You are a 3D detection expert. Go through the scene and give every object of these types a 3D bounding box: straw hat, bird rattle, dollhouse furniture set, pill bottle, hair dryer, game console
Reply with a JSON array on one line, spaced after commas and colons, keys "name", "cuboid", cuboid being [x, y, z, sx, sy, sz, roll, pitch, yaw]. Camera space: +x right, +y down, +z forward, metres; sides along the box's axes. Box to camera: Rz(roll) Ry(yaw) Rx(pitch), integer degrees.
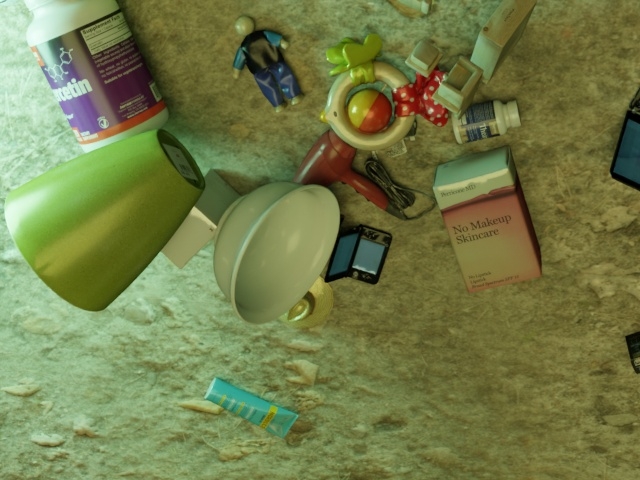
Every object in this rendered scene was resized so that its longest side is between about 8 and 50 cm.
[{"name": "straw hat", "cuboid": [-0.045, 0.139, 1.987, 0.145, 0.061, 0.144, 4, 116, 8]}, {"name": "bird rattle", "cuboid": [0.112, -0.262, 1.733, 0.254, 0.143, 0.207, 29, 104, -15]}, {"name": "dollhouse furniture set", "cuboid": [0.173, -0.422, 1.629, 0.356, 0.174, 0.303, 35, 82, 8]}, {"name": "pill bottle", "cuboid": [-0.428, -0.333, 1.774, 0.182, 0.181, 0.322, -18, 110, 18]}, {"name": "hair dryer", "cuboid": [0.066, -0.116, 1.837, 0.294, 0.080, 0.223, -7, 114, 14]}, {"name": "game console", "cuboid": [0.077, 0.037, 1.910, 0.107, 0.071, 0.122, 18, 117, 3]}, {"name": "pill bottle", "cuboid": [0.307, -0.222, 1.747, 0.120, 0.067, 0.067, -11, 112, 16]}]

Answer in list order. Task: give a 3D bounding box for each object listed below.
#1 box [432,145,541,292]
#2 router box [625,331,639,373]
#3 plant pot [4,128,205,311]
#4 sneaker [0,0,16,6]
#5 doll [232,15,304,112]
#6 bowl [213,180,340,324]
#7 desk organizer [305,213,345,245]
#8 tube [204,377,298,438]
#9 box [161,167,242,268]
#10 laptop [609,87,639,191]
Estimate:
[{"name": "box", "cuboid": [0.319, -0.039, 1.797, 0.149, 0.127, 0.232, -15, 111, 18]}, {"name": "router box", "cuboid": [0.670, 0.208, 1.863, 0.123, 0.092, 0.038, -22, 109, 20]}, {"name": "plant pot", "cuboid": [-0.363, -0.063, 1.717, 0.294, 0.275, 0.274, -34, 104, 12]}, {"name": "sneaker", "cuboid": [-0.552, -0.582, 1.696, 0.128, 0.126, 0.321, 13, 118, -44]}, {"name": "doll", "cuboid": [-0.109, -0.335, 1.787, 0.129, 0.046, 0.189, -23, 109, 19]}, {"name": "bowl", "cuboid": [-0.106, 0.001, 1.794, 0.134, 0.298, 0.297, 33, 121, 28]}, {"name": "desk organizer", "cuboid": [0.000, 0.000, 1.922, 0.050, 0.047, 0.130, 24, 117, -3]}, {"name": "tube", "cuboid": [-0.158, 0.377, 2.132, 0.207, 0.052, 0.080, 27, 124, -9]}, {"name": "box", "cuboid": [-0.247, -0.045, 1.879, 0.091, 0.170, 0.130, 43, 114, -10]}, {"name": "laptop", "cuboid": [0.667, -0.197, 1.650, 0.234, 0.136, 0.264, 25, 117, -2]}]
